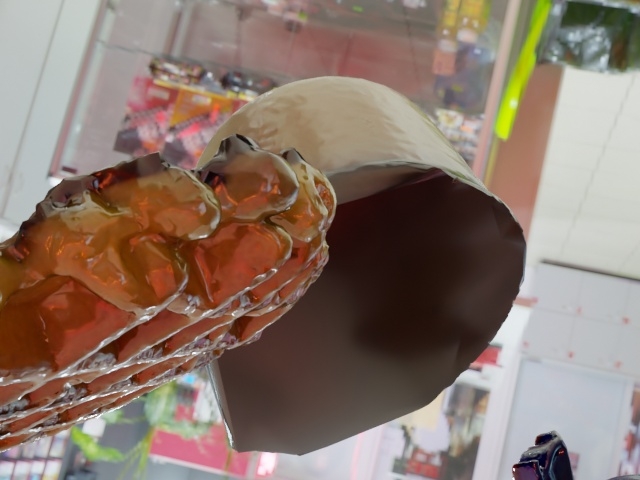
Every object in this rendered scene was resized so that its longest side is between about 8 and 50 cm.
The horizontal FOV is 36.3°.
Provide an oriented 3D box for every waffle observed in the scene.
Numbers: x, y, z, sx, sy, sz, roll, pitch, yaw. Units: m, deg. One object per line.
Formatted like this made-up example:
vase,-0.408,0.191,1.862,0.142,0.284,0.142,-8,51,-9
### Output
waffle,-0.122,0.049,0.424,0.281,0.058,0.301,-23,169,-7

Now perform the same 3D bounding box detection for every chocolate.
chocolate,0.000,0.000,0.981,0.297,0.326,0.314,53,161,45

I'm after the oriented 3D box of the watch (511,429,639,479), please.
watch,0.277,0.298,0.907,0.200,0.196,0.171,-8,-173,32
